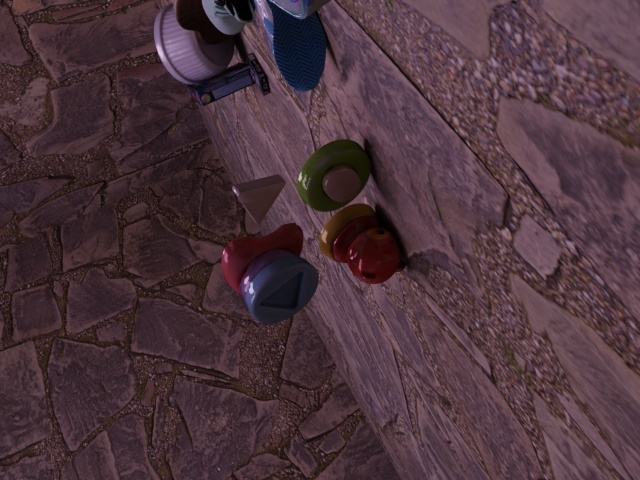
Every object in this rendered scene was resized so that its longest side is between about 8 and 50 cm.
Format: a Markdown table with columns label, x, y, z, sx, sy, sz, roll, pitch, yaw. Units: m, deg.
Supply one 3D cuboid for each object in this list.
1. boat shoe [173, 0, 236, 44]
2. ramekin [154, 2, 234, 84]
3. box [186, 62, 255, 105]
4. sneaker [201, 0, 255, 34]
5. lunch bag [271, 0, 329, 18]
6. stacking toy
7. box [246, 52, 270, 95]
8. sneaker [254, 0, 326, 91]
| label | x | y | z | sx | sy | sz | roll | pitch | yaw |
| --- | --- | --- | --- | --- | --- | --- | --- | --- | --- |
| boat shoe | -0.270 | -0.541 | 1.809 | 0.341 | 0.122 | 0.110 | 48 | -158 | -87 |
| ramekin | -0.309 | -0.505 | 2.014 | 0.207 | 0.109 | 0.207 | 19 | -113 | -55 |
| box | -0.257 | -0.408 | 2.079 | 0.044 | 0.159 | 0.233 | 67 | 172 | -19 |
| sneaker | -0.180 | -0.468 | 1.619 | 0.256 | 0.094 | 0.151 | 90 | 160 | -66 |
| lunch bag | -0.076 | -0.408 | 0.965 | 0.279 | 0.108 | 0.224 | 44 | 163 | 30 |
| stacking toy | 0.000 | 0.000 | 1.317 | 0.130 | 0.309 | 0.279 | 49 | 153 | 36 |
| box | -0.150 | -0.400 | 1.922 | 0.083 | 0.018 | 0.067 | 61 | 171 | 23 |
| sneaker | -0.050 | -0.347 | 1.266 | 0.092 | 0.088 | 0.228 | -128 | 21 | -85 |
